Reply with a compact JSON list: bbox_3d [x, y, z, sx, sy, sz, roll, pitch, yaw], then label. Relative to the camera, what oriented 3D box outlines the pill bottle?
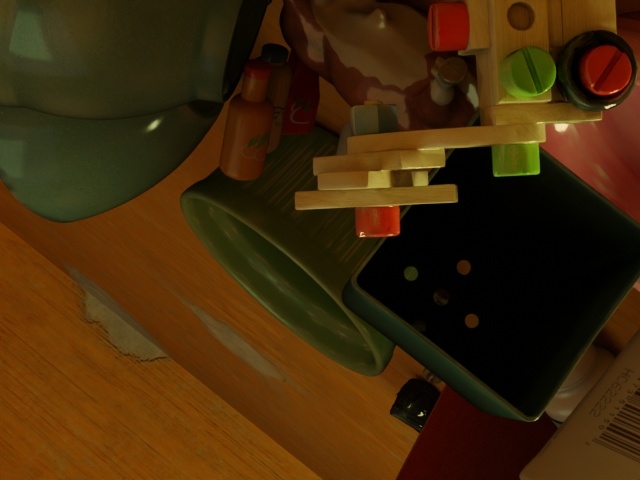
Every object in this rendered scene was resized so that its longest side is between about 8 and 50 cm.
[{"bbox_3d":[0.287,0.169,1.710,0.094,0.094,0.169,21,155,54],"label":"pill bottle"}]

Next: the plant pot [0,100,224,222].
[{"bbox_3d":[-0.215,-0.176,1.745,0.195,0.290,0.290,-9,139,24],"label":"plant pot"}]

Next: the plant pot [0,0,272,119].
[{"bbox_3d":[-0.144,-0.227,1.378,0.196,0.293,0.293,17,163,3],"label":"plant pot"}]

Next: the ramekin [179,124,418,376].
[{"bbox_3d":[0.000,0.000,1.856,0.303,0.148,0.303,39,165,12],"label":"ramekin"}]

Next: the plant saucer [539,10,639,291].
[{"bbox_3d":[0.272,-0.043,1.143,0.332,0.084,0.332,40,166,12],"label":"plant saucer"}]

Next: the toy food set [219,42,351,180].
[{"bbox_3d":[0.012,-0.126,1.465,0.111,0.232,0.104,51,137,49],"label":"toy food set"}]

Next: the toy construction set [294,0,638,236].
[{"bbox_3d":[0.071,-0.156,0.985,0.151,0.215,0.327,-125,33,-71],"label":"toy construction set"}]

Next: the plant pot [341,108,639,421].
[{"bbox_3d":[0.116,0.031,1.264,0.166,0.165,0.234,38,168,-2],"label":"plant pot"}]

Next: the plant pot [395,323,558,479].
[{"bbox_3d":[0.233,0.273,1.886,0.236,0.267,0.267,26,163,11],"label":"plant pot"}]

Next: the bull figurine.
[{"bbox_3d":[0.082,-0.140,1.330,0.310,0.101,0.188,33,160,22],"label":"bull figurine"}]

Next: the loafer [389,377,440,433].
[{"bbox_3d":[0.181,0.296,2.399,0.223,0.078,0.076,49,165,-26],"label":"loafer"}]

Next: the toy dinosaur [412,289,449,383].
[{"bbox_3d":[0.118,0.097,2.017,0.118,0.064,0.268,22,160,15],"label":"toy dinosaur"}]

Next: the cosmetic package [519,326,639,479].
[{"bbox_3d":[0.399,0.285,1.486,0.161,0.230,0.453,21,155,54],"label":"cosmetic package"}]
